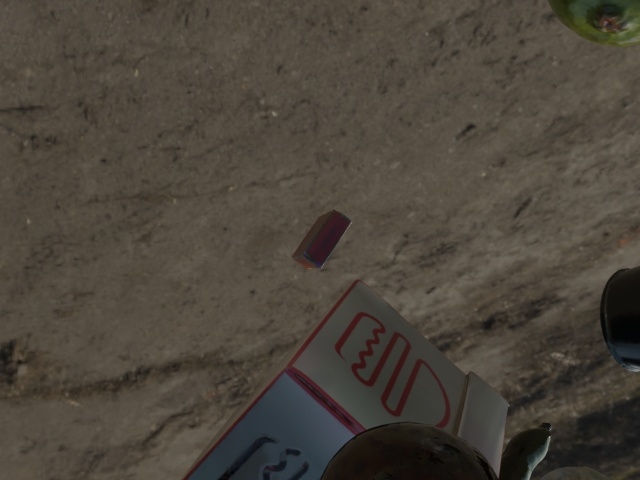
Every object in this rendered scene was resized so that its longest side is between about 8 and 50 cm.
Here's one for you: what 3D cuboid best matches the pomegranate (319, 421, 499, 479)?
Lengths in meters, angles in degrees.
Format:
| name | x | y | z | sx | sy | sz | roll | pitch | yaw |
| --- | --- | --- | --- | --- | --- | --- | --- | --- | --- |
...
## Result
| name | x | y | z | sx | sy | sz | roll | pitch | yaw |
| --- | --- | --- | --- | --- | --- | --- | --- | --- | --- |
| pomegranate | 0.070 | 0.216 | 0.479 | 0.148 | 0.169 | 0.148 | -23 | -167 | 6 |

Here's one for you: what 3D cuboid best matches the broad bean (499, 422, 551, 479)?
| name | x | y | z | sx | sy | sz | roll | pitch | yaw |
| --- | --- | --- | --- | --- | --- | --- | --- | --- | --- |
| broad bean | 0.412 | 0.481 | 1.443 | 0.339 | 0.077 | 0.061 | -38 | 155 | -37 |

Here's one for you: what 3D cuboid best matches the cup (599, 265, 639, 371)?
| name | x | y | z | sx | sy | sz | roll | pitch | yaw |
| --- | --- | --- | --- | --- | --- | --- | --- | --- | --- |
| cup | 0.495 | 0.089 | 0.913 | 0.223 | 0.169 | 0.176 | -36 | -170 | -34 |

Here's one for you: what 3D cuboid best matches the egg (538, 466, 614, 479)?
| name | x | y | z | sx | sy | sz | roll | pitch | yaw |
| --- | --- | --- | --- | --- | --- | --- | --- | --- | --- |
| egg | 0.443 | 0.485 | 1.107 | 0.183 | 0.217 | 0.183 | -28 | -167 | 7 |

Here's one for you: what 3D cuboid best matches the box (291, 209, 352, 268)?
| name | x | y | z | sx | sy | sz | roll | pitch | yaw |
| --- | --- | --- | --- | --- | --- | --- | --- | --- | --- |
| box | 0.001 | 0.001 | 1.370 | 0.112 | 0.048 | 0.175 | -55 | -174 | -7 |

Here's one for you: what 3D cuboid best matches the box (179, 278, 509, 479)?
| name | x | y | z | sx | sy | sz | roll | pitch | yaw |
| --- | --- | --- | --- | --- | --- | --- | --- | --- | --- |
| box | 0.033 | 0.290 | 0.922 | 0.314 | 0.300 | 0.312 | -50 | 176 | 25 |

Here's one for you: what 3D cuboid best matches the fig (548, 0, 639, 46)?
| name | x | y | z | sx | sy | sz | roll | pitch | yaw |
| --- | --- | --- | --- | --- | --- | --- | --- | --- | --- |
| fig | 0.533 | -0.482 | 1.131 | 0.326 | 0.258 | 0.258 | -54 | 155 | -16 |
